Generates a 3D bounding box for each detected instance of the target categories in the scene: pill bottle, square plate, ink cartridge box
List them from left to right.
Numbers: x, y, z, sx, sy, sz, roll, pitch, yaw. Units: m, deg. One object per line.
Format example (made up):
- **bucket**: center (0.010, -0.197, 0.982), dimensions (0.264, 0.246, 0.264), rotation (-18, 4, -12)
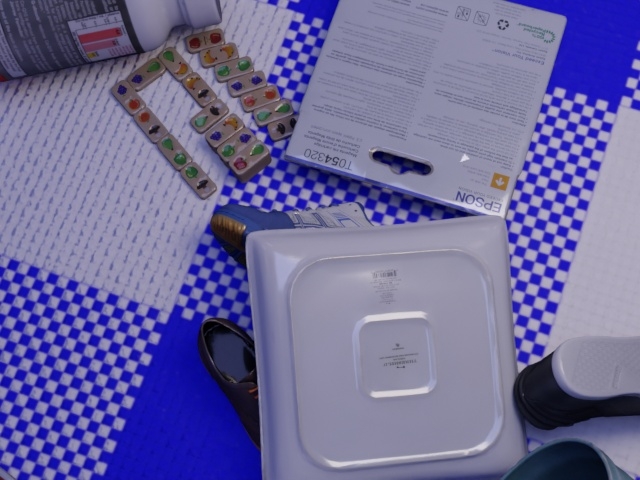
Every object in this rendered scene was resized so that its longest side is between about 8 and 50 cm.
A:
- **pill bottle**: center (-0.337, -0.361, 1.501), dimensions (0.363, 0.210, 0.210), rotation (-11, 72, 0)
- **square plate**: center (0.090, 0.147, 1.318), dimensions (0.347, 0.049, 0.344), rotation (-4, 87, -9)
- **ink cartridge box**: center (0.150, -0.209, 1.492), dimensions (0.324, 0.071, 0.330), rotation (17, 76, 8)

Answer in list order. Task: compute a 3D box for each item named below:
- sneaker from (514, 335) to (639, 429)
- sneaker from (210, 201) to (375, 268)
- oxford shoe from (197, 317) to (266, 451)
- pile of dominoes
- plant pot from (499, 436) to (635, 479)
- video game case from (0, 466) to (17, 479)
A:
- **sneaker**: center (0.377, 0.185, 1.336), dimensions (0.295, 0.147, 0.105), rotation (8, 65, -26)
- **sneaker**: center (0.000, 0.000, 1.424), dimensions (0.296, 0.112, 0.131), rotation (22, 67, 1)
- **oxford shoe**: center (-0.071, 0.210, 1.354), dimensions (0.097, 0.098, 0.271), rotation (-43, 74, -10)
- **pile of dominoes**: center (-0.163, -0.199, 1.525), dimensions (0.196, 0.040, 0.251), rotation (-39, 74, -8)
- **plant pot**: center (0.289, 0.390, 1.126), dimensions (0.196, 0.293, 0.293), rotation (33, 76, -10)
- **video game case**: center (-0.574, 0.325, 1.391), dimensions (0.285, 0.025, 0.204), rotation (32, 77, 14)
